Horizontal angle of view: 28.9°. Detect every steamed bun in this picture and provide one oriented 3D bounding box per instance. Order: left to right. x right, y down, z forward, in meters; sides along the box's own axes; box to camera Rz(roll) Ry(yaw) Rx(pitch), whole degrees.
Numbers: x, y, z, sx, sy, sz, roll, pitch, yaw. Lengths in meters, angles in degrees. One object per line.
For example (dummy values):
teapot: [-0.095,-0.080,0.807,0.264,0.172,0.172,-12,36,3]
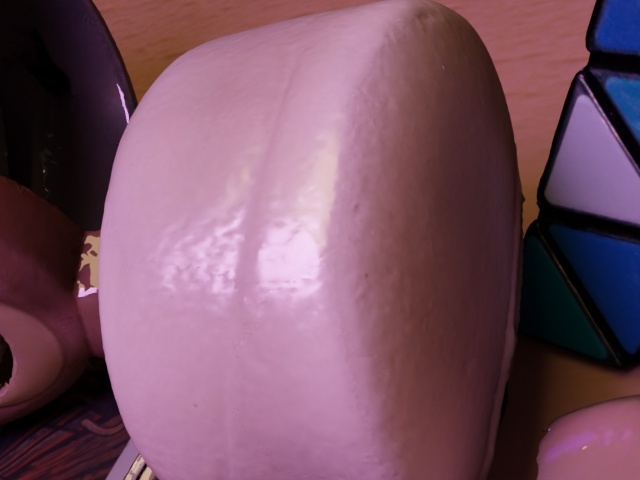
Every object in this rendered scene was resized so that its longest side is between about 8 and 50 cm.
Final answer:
steamed bun: [0.000,0.000,0.552,0.146,0.164,0.242,-8,53,29]

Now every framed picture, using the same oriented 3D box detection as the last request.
framed picture: [-0.190,0.113,0.829,0.273,0.016,0.216,1,51,40]

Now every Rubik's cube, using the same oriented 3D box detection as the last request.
Rubik's cube: [0.232,-0.037,0.617,0.234,0.284,0.250,-35,-2,-30]

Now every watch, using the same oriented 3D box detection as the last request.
watch: [-0.264,-0.074,0.802,0.314,0.335,0.327,-19,49,23]

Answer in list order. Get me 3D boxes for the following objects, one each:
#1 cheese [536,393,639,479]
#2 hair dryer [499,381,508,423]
cheese: [0.079,0.187,0.477,0.286,0.082,0.163,-44,36,-8]
hair dryer: [0.014,0.132,0.609,0.124,0.071,0.219,-8,52,33]
